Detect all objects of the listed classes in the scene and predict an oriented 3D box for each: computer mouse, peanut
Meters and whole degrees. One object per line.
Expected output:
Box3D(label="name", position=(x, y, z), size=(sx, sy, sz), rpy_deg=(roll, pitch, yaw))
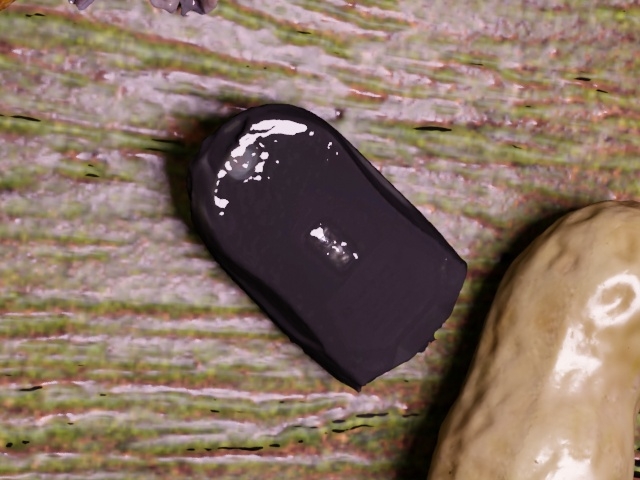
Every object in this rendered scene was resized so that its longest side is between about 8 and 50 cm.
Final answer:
Box3D(label="computer mouse", position=(0.000, 0.000, 0.834), size=(0.122, 0.073, 0.217), rpy_deg=(-45, 113, -1))
Box3D(label="peanut", position=(0.153, 0.123, 0.855), size=(0.147, 0.147, 0.319), rpy_deg=(24, 93, -17))

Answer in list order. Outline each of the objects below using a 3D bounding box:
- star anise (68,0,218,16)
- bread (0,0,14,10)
Box3D(label="star anise", position=(-0.105, -0.224, 0.734), size=(0.236, 0.093, 0.229), rpy_deg=(51, 46, -46))
Box3D(label="bread", position=(-0.234, -0.213, 0.744), size=(0.193, 0.064, 0.193), rpy_deg=(-3, 104, -14))
